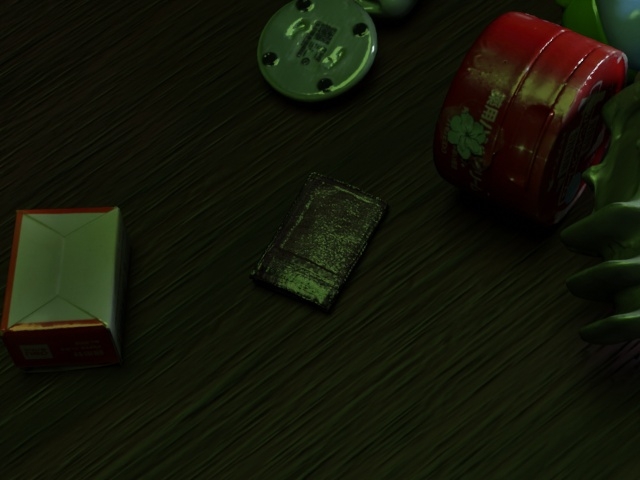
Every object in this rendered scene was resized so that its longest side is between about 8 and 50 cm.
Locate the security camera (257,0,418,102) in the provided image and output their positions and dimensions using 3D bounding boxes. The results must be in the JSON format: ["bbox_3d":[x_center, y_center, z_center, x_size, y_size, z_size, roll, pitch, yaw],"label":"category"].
[{"bbox_3d":[0.037,-0.301,1.946,0.157,0.080,0.301,26,76,21],"label":"security camera"}]

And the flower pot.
[{"bbox_3d":[0.405,-0.017,1.612,0.254,0.164,0.367,29,66,-11],"label":"flower pot"}]

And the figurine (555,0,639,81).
[{"bbox_3d":[0.414,-0.277,1.828,0.263,0.143,0.162,-11,89,-17],"label":"figurine"}]

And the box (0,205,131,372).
[{"bbox_3d":[-0.297,0.058,1.762,0.133,0.099,0.182,-5,56,4],"label":"box"}]

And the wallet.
[{"bbox_3d":[0.000,-0.001,1.785,0.111,0.030,0.166,19,63,22],"label":"wallet"}]

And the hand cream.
[{"bbox_3d":[0.242,-0.142,1.720,0.149,0.230,0.230,29,67,24],"label":"hand cream"}]
